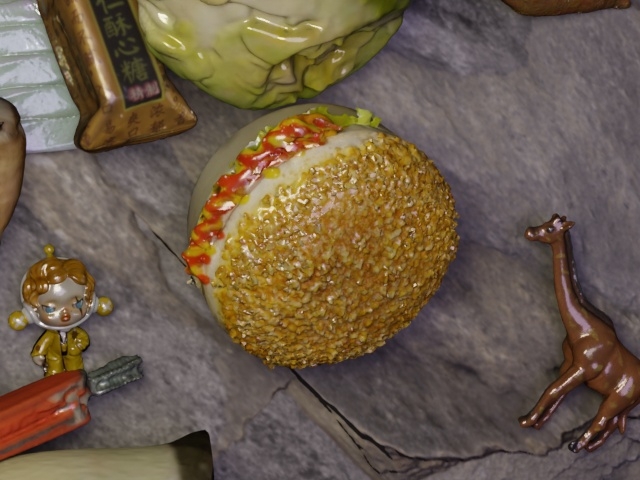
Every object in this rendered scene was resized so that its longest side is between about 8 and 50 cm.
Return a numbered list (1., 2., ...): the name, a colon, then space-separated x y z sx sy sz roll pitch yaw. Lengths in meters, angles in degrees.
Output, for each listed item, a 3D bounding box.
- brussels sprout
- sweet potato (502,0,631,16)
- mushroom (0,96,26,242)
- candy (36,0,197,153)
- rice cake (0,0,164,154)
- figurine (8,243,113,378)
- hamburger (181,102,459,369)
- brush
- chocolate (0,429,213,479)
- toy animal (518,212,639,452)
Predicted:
1. brussels sprout: -0.036 -0.290 1.831 0.344 0.268 0.344 10 78 -62
2. sweet potato: 0.250 -0.272 2.059 0.226 0.068 0.068 14 90 -32
3. mushroom: -0.456 0.050 1.795 0.313 0.224 0.397 -19 123 -52
4. candy: -0.226 -0.221 1.849 0.143 0.101 0.271 -19 92 -26
5. rice cake: -0.266 -0.173 1.907 0.198 0.037 0.189 -16 99 -17
6. figurine: -0.262 0.081 1.919 0.101 0.068 0.143 -32 115 -9
7. hamburger: 0.000 0.000 1.899 0.294 0.179 0.276 32 103 -36
8. brush: -0.296 0.178 1.840 0.323 0.070 0.051 -23 102 -41
9. chocolate: -0.246 0.344 1.838 0.297 0.326 0.314 5 95 -2
10. toy animal: 0.284 0.108 2.093 0.224 0.066 0.230 26 97 -14
